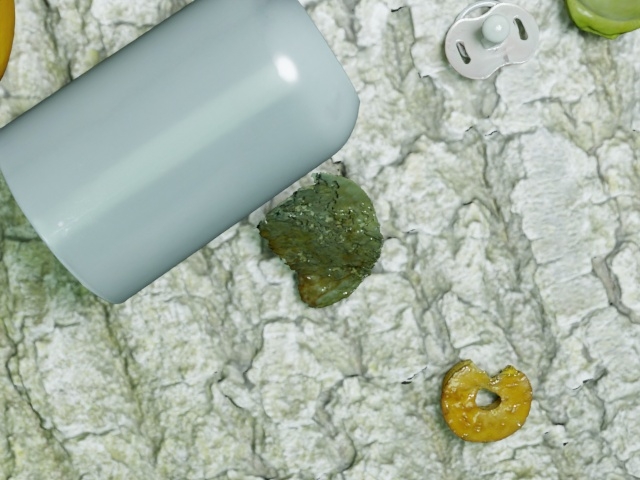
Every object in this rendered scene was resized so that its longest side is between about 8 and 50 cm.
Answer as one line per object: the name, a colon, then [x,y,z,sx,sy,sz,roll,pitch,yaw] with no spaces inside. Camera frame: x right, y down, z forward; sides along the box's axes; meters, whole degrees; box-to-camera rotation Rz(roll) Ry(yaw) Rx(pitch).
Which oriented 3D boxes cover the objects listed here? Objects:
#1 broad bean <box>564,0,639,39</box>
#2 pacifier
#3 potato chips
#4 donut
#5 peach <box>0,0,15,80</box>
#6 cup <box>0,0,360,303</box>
broad bean: [0.322,-0.284,1.001,0.175,0.082,0.124,-34,103,6]
pacifier: [0.175,-0.214,1.013,0.099,0.078,0.081,-23,84,3]
potato chips: [0.000,0.000,1.032,0.142,0.026,0.209,6,139,-12]
donut: [0.186,0.183,1.136,0.108,0.043,0.097,15,103,-9]
peach: [-0.402,-0.236,0.876,0.281,0.238,0.280,10,107,36]
cup: [-0.127,-0.103,0.952,0.312,0.205,0.205,-33,105,3]
